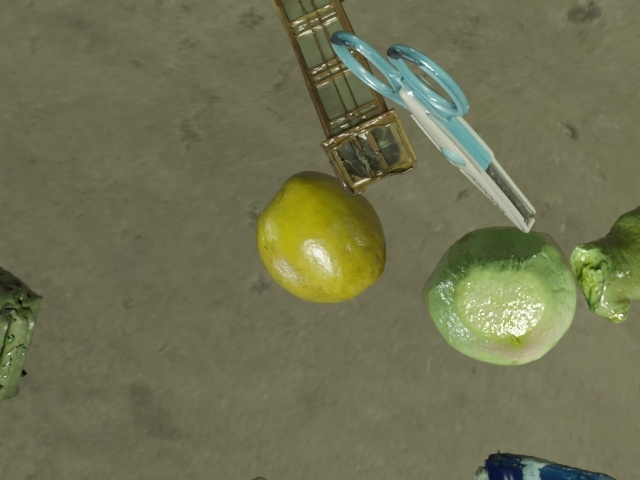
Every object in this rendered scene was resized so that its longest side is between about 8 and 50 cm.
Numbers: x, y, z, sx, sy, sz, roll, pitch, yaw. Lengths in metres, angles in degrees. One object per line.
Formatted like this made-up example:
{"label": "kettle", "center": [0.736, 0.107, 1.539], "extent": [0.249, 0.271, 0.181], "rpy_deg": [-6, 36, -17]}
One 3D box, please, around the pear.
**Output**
{"label": "pear", "center": [0.000, 0.000, 1.439], "extent": [0.149, 0.149, 0.162], "rpy_deg": [-42, 92, 13]}

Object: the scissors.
{"label": "scissors", "center": [0.049, -0.038, 0.440], "extent": [0.058, 0.119, 0.014], "rpy_deg": [24, 76, 47]}

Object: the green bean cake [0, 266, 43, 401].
{"label": "green bean cake", "center": [-0.434, 0.072, 1.177], "extent": [0.255, 0.241, 0.132], "rpy_deg": [30, 115, 24]}

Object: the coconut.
{"label": "coconut", "center": [0.262, 0.077, 1.712], "extent": [0.204, 0.236, 0.236], "rpy_deg": [43, 103, 2]}

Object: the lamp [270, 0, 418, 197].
{"label": "lamp", "center": [0.016, -0.198, 1.364], "extent": [0.090, 0.325, 0.089], "rpy_deg": [-25, 138, 5]}

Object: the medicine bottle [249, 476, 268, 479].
{"label": "medicine bottle", "center": [0.030, 0.227, 0.577], "extent": [0.252, 0.114, 0.114], "rpy_deg": [46, 103, 13]}

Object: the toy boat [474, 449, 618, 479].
{"label": "toy boat", "center": [0.137, 0.259, 0.963], "extent": [0.291, 0.067, 0.220], "rpy_deg": [-24, 118, 41]}

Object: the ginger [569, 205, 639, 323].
{"label": "ginger", "center": [0.448, 0.013, 1.559], "extent": [0.137, 0.290, 0.089], "rpy_deg": [42, 147, 26]}
